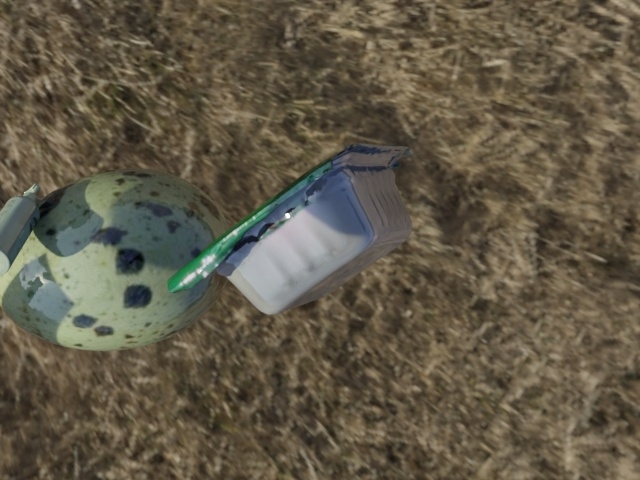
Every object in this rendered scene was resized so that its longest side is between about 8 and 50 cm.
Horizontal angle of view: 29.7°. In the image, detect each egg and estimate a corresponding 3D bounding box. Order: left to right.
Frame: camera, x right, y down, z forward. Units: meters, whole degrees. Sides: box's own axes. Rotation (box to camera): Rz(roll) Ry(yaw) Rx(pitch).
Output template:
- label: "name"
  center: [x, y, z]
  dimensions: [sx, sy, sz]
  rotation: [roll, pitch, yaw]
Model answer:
- label: "egg"
  center: [-0.327, 0.030, 1.914]
  dimensions: [0.379, 0.287, 0.288]
  rotation: [-5, 105, -16]

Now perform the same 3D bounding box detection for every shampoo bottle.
- label: "shampoo bottle"
  center: [-0.448, -0.027, 1.773]
  dimensions: [0.056, 0.195, 0.056]
  rotation: [5, 127, 7]

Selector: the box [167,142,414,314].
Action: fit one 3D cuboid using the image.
- label: "box"
  center: [0.000, 0.000, 1.435]
  dimensions: [0.264, 0.336, 0.106]
  rotation: [-35, 83, 16]
